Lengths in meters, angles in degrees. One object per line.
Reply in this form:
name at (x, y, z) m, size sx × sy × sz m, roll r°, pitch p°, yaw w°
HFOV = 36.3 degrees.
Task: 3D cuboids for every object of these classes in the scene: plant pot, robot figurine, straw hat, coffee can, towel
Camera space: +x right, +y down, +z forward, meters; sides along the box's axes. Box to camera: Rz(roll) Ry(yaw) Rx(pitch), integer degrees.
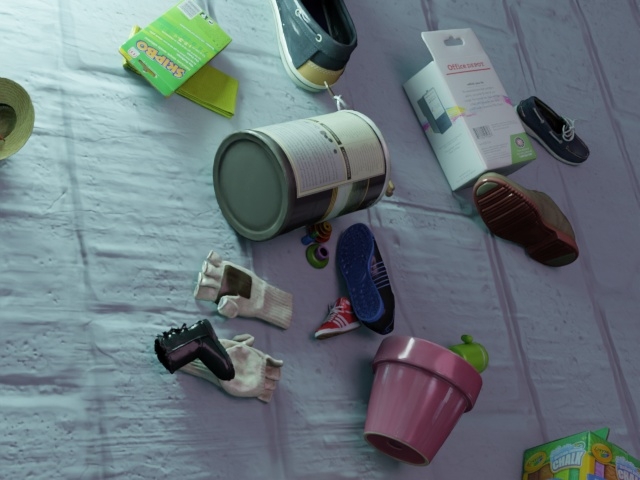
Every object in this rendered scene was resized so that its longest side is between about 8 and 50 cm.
plant pot at (0.169, 0.298, 1.764) m, size 0.201 × 0.201 × 0.180 m, roll 35°, pitch 65°, yaw -19°
robot figurine at (0.291, 0.241, 1.965) m, size 0.115 × 0.067 × 0.101 m, roll -4°, pitch 86°, yaw -41°
straw hat at (-0.510, -0.186, 1.554) m, size 0.061 × 0.144 × 0.144 m, roll 37°, pitch 28°, yaw -79°
coffee can at (-0.032, -0.126, 1.815) m, size 0.275 × 0.201 × 0.201 m, roll -18°, pitch 79°, yaw -43°
towel at (-0.262, -0.322, 1.866) m, size 0.237 × 0.021 × 0.102 m, roll 25°, pitch 54°, yaw -27°

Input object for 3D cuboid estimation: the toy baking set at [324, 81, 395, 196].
toy baking set at (0.088, -0.210, 2.007) m, size 0.256 × 0.030 × 0.197 m, roll 65°, pitch 8°, yaw 24°

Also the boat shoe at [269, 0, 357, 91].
boat shoe at (-0.038, -0.564, 2.091) m, size 0.187 × 0.156 × 0.500 m, roll -1°, pitch 66°, yaw -37°

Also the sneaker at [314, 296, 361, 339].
sneaker at (0.024, 0.144, 1.821) m, size 0.118 × 0.042 × 0.067 m, roll -9°, pitch 76°, yaw -49°

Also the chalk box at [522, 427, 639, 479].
chalk box at (0.520, 0.499, 1.931) m, size 0.179 × 0.180 × 0.289 m, roll 32°, pitch 49°, yaw -22°

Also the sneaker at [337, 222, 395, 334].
sneaker at (0.093, 0.077, 1.899) m, size 0.090 × 0.081 × 0.232 m, roll 49°, pitch 27°, yaw -49°

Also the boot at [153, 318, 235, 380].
boot at (-0.205, 0.188, 1.578) m, size 0.099 × 0.045 × 0.121 m, roll -21°, pitch 74°, yaw -36°

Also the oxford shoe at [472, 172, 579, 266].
oxford shoe at (0.465, -0.069, 2.246) m, size 0.348 × 0.123 × 0.130 m, roll 37°, pitch 42°, yaw -35°

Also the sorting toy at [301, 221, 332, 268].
sorting toy at (0.000, 0.000, 1.882) m, size 0.061 × 0.042 × 0.102 m, roll 18°, pitch 56°, yaw -31°

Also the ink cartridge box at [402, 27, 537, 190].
ink cartridge box at (0.332, -0.309, 2.268) m, size 0.207 × 0.119 × 0.353 m, roll -15°, pitch 77°, yaw -42°

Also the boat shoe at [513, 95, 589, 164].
boat shoe at (0.607, -0.285, 2.504) m, size 0.254 × 0.079 × 0.095 m, roll 36°, pitch 48°, yaw -18°

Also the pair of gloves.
pair of gloves at (-0.140, 0.152, 1.686) m, size 0.204 × 0.042 × 0.240 m, roll 29°, pitch 52°, yaw -23°

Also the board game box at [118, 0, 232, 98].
board game box at (-0.275, -0.365, 1.844) m, size 0.124 × 0.039 × 0.259 m, roll 44°, pitch 39°, yaw -8°
